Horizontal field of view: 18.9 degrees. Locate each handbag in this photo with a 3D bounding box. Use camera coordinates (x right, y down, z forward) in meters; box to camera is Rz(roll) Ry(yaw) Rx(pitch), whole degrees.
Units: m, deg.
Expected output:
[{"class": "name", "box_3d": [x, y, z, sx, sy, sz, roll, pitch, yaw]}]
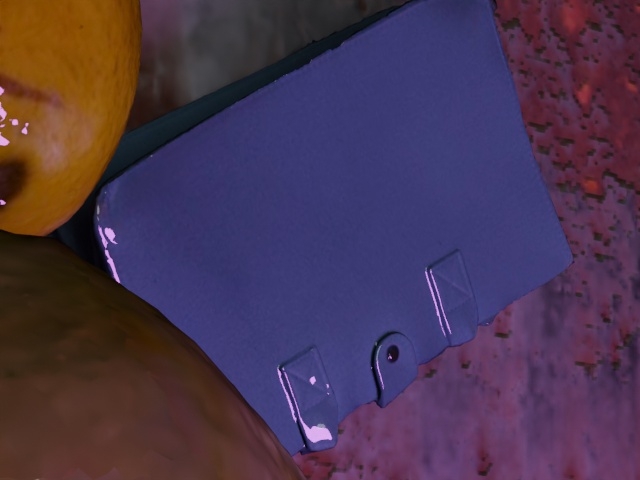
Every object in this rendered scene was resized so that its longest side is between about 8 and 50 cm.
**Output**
[{"class": "handbag", "box_3d": [0.000, 0.000, 0.761, 0.221, 0.057, 0.144, -33, 108, -36]}]

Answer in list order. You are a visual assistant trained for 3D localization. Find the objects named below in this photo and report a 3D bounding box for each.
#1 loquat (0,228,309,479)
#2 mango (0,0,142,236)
[{"class": "loquat", "box_3d": [-0.129, 0.135, 0.504, 0.276, 0.284, 0.276, 10, 74, -39]}, {"class": "mango", "box_3d": [-0.153, -0.116, 0.626, 0.167, 0.130, 0.262, -28, 94, -41]}]
